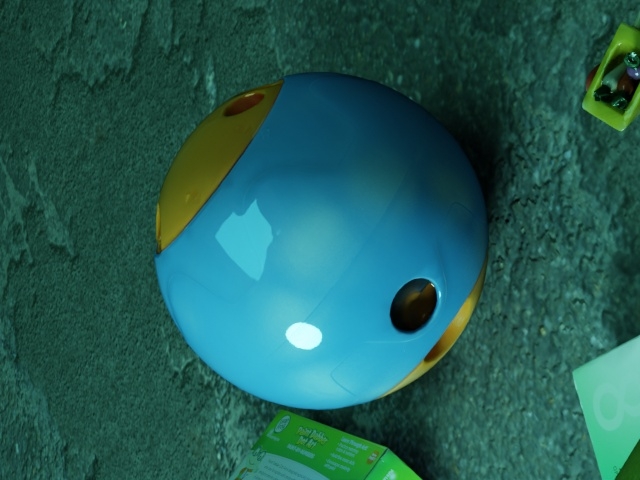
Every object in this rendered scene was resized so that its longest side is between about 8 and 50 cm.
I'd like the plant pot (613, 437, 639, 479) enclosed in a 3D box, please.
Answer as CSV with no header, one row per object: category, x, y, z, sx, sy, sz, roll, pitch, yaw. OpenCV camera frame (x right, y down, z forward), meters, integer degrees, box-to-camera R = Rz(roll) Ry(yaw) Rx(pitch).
plant pot,0.293,0.076,0.680,0.274,0.274,0.294,24,93,53

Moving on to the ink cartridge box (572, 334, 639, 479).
ink cartridge box,0.291,0.138,1.046,0.224,0.056,0.181,-38,56,48

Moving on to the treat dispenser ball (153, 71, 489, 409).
treat dispenser ball,0.000,0.000,1.266,0.288,0.288,0.288,-10,78,54

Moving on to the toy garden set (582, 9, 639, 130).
toy garden set,0.278,-0.139,0.965,0.204,0.049,0.244,41,123,39

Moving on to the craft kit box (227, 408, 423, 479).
craft kit box,-0.049,0.279,1.350,0.247,0.061,0.250,-53,20,-12
